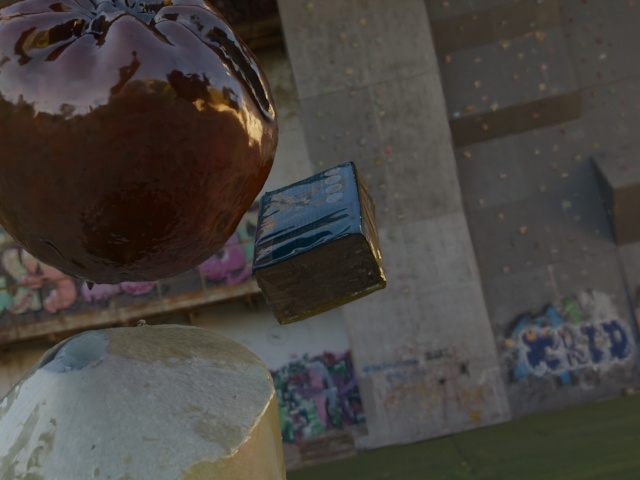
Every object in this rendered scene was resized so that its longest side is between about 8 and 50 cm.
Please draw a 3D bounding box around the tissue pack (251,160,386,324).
[{"bbox_3d":[0.000,0.000,0.862,0.119,0.082,0.169,-21,27,10],"label":"tissue pack"}]

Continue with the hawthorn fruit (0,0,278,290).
[{"bbox_3d":[-0.179,-0.076,0.759,0.276,0.277,0.298,-6,-55,-34],"label":"hawthorn fruit"}]

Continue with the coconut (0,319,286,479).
[{"bbox_3d":[-0.146,0.177,0.652,0.239,0.244,0.239,-6,28,3],"label":"coconut"}]
